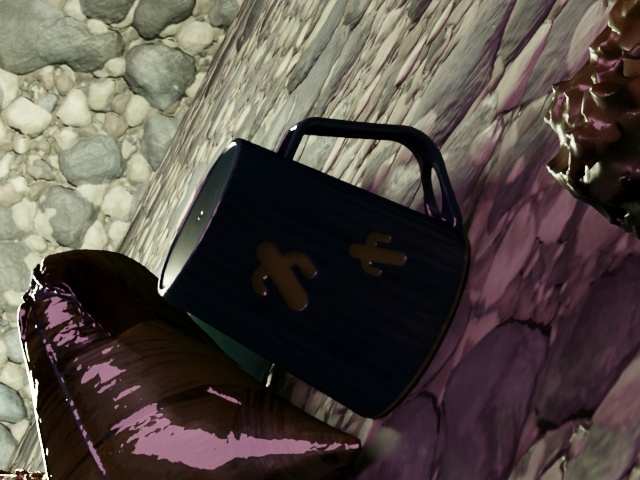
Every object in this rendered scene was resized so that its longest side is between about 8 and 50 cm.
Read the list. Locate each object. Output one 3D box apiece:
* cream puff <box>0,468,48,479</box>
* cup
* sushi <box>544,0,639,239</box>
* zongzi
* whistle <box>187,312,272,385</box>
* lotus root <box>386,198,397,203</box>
[{"bbox_3d":[-0.327,0.351,1.467,0.303,0.212,0.303,-54,20,30],"label":"cream puff"},{"bbox_3d":[0.000,0.000,0.971,0.176,0.155,0.131,-67,13,-13],"label":"cup"},{"bbox_3d":[0.166,-0.074,0.532,0.212,0.115,0.147,-55,14,30],"label":"sushi"},{"bbox_3d":[-0.087,0.093,1.076,0.300,0.138,0.286,-40,55,42],"label":"zongzi"},{"bbox_3d":[-0.067,0.062,1.283,0.186,0.093,0.274,103,-171,-59],"label":"whistle"},{"bbox_3d":[-0.005,-0.002,1.097,0.122,0.112,0.081,-113,43,-73],"label":"lotus root"}]
